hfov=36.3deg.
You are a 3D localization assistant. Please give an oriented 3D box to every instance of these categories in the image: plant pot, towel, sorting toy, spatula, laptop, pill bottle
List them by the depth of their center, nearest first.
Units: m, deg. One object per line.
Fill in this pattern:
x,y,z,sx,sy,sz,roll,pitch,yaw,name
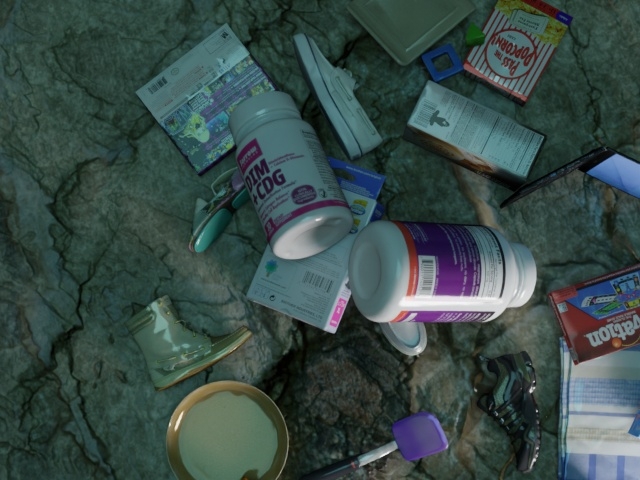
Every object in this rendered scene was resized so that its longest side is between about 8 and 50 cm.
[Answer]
0.225,0.059,1.775,0.322,0.181,0.182,3,85,-27,pill bottle
0.490,-0.081,1.788,0.264,0.234,0.137,-28,84,-1,laptop
-0.062,-0.123,1.793,0.160,0.160,0.283,-24,67,0,pill bottle
0.554,0.323,1.856,0.209,0.034,0.285,2,88,0,towel
0.094,0.412,1.867,0.296,0.030,0.084,-22,84,1,spatula
-0.179,0.387,1.878,0.236,0.032,0.236,0,85,1,plant pot
0.176,-0.452,1.915,0.196,0.047,0.348,-38,72,-6,sorting toy

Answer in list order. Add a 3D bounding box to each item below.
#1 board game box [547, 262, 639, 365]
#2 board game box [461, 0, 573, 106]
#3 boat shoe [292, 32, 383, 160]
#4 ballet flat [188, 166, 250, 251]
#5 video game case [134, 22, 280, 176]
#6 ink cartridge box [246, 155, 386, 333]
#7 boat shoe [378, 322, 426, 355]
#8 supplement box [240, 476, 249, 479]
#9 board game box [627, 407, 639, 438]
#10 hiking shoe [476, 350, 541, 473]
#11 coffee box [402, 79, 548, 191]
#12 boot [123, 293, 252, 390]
0.588,0.125,1.847,0.281,0.027,0.145,-18,79,-7,board game box
0.382,-0.382,1.910,0.146,0.045,0.193,28,87,4,board game box
0.035,-0.290,1.893,0.088,0.096,0.268,-27,86,-4,boat shoe
-0.193,-0.076,1.901,0.079,0.077,0.221,39,83,23,ballet flat
-0.212,-0.278,1.925,0.232,0.042,0.210,-38,85,-1,video game case
0.000,0.000,1.857,0.185,0.065,0.311,20,88,27,ink cartridge box
0.133,0.117,1.862,0.079,0.081,0.228,-27,85,0,boat shoe
-0.135,0.584,1.794,0.191,0.129,0.194,41,92,-4,supplement box
0.690,0.301,1.826,0.160,0.039,0.212,28,85,-15,board game box
0.356,0.326,1.848,0.114,0.086,0.227,-6,80,15,hiking shoe
0.289,-0.196,1.853,0.246,0.141,0.098,26,87,3,coffee box
-0.256,0.173,1.878,0.213,0.077,0.165,-28,83,0,boot
